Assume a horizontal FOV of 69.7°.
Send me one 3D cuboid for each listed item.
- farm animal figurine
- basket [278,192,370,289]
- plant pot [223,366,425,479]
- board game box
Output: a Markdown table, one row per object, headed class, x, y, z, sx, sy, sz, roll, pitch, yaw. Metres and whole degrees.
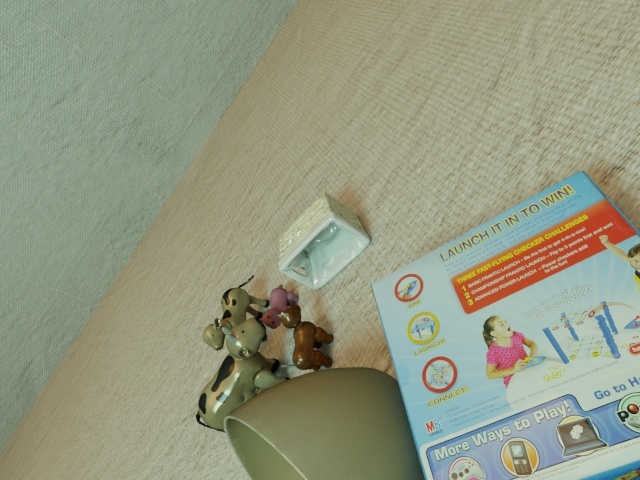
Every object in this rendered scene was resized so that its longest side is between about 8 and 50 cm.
| class | x | y | z | sx | sy | sz | roll | pitch | yaw |
| --- | --- | --- | --- | --- | --- | --- | --- | --- | --- |
| farm animal figurine | -0.151 | 0.229 | 0.919 | 0.330 | 0.172 | 0.327 | 7 | 72 | 54 |
| basket | 0.000 | 0.000 | 0.943 | 0.167 | 0.113 | 0.103 | -44 | 35 | 22 |
| plant pot | 0.039 | 0.277 | 0.593 | 0.190 | 0.284 | 0.284 | -35 | 21 | -31 |
| board game box | 0.236 | 0.115 | 0.521 | 0.308 | 0.086 | 0.302 | -31 | 42 | 19 |
